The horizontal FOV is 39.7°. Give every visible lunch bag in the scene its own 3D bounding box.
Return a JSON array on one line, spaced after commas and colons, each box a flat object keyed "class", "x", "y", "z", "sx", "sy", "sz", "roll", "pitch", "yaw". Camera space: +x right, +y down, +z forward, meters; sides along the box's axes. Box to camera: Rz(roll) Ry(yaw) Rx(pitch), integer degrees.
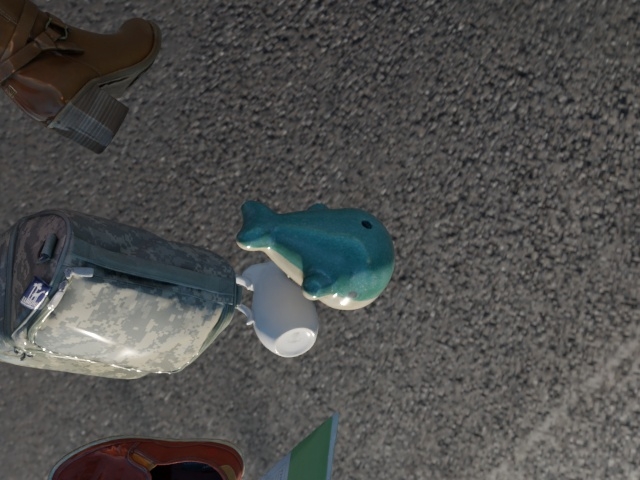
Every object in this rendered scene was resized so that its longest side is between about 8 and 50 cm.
[{"class": "lunch bag", "x": -0.298, "y": 0.071, "z": 1.254, "sx": 0.305, "sy": 0.212, "sz": 0.256, "roll": 17, "pitch": 152, "yaw": -38}]

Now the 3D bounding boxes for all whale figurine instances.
[{"class": "whale figurine", "x": 0.000, "y": 0.000, "z": 1.457, "sx": 0.272, "sy": 0.216, "sz": 0.141, "roll": 23, "pitch": 130, "yaw": -16}]

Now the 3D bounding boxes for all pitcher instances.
[{"class": "pitcher", "x": -0.106, "y": 0.132, "z": 1.749, "sx": 0.177, "sy": 0.207, "sz": 0.125, "roll": -8, "pitch": 133, "yaw": -19}]

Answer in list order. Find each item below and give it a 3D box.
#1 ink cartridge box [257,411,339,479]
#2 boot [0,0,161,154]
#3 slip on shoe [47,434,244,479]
[{"class": "ink cartridge box", "x": -0.030, "y": 0.219, "z": 0.499, "sx": 0.056, "sy": 0.171, "sz": 0.235, "roll": 22, "pitch": 141, "yaw": -19}, {"class": "boot", "x": -0.346, "y": -0.264, "z": 1.195, "sx": 0.220, "sy": 0.283, "sz": 0.109, "roll": 35, "pitch": 137, "yaw": -23}, {"class": "slip on shoe", "x": -0.293, "y": 0.394, "z": 1.474, "sx": 0.331, "sy": 0.101, "sz": 0.123, "roll": -3, "pitch": 105, "yaw": 1}]
